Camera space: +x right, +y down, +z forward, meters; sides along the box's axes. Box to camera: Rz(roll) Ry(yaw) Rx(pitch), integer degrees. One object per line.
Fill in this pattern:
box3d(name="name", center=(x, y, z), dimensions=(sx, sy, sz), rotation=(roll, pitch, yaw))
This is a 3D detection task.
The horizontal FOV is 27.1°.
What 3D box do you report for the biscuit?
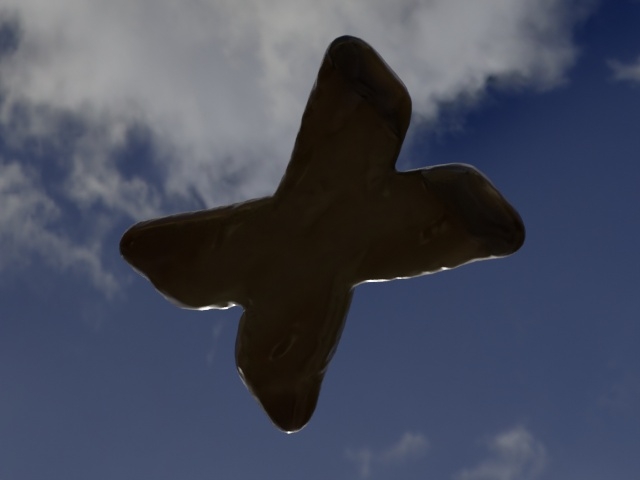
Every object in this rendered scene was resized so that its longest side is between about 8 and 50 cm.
box3d(name="biscuit", center=(-0.001, -0.001, 0.791), dimensions=(0.208, 0.047, 0.164), rotation=(-41, -91, 23))
